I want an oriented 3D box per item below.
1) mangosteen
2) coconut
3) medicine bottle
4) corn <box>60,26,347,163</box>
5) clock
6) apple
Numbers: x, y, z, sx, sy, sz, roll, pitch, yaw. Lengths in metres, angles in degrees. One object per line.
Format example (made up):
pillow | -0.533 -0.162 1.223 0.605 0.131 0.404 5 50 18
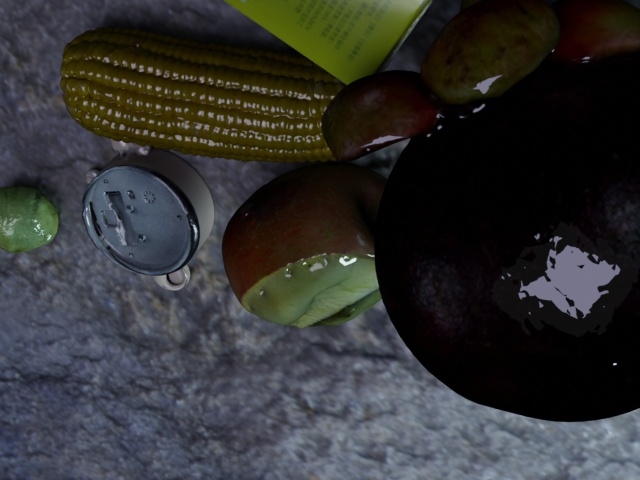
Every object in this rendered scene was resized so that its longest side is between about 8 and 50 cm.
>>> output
mangosteen | 0.207 -0.048 1.023 0.382 0.382 0.435 -26 115 29
coconut | -0.379 -0.027 1.411 0.096 0.088 0.088 -8 117 16
medicine bottle | -0.005 -0.280 1.103 0.250 0.137 0.141 35 123 -4
corn | -0.111 -0.153 1.221 0.344 0.131 0.131 9 122 13
clock | -0.211 -0.032 1.363 0.155 0.063 0.229 -2 117 18
apple | 0.000 0.000 1.233 0.188 0.207 0.174 -44 71 31
